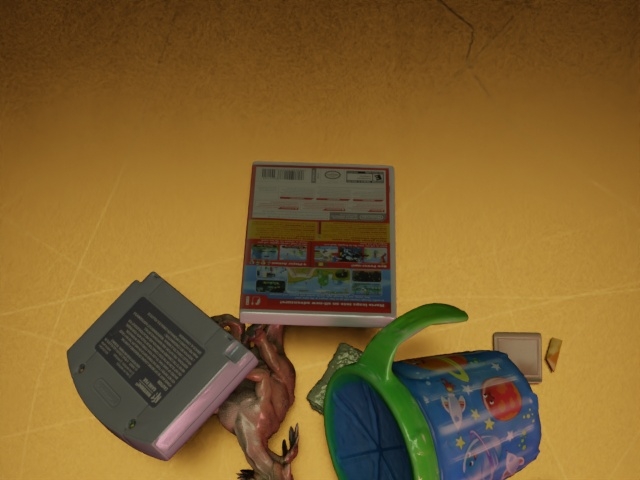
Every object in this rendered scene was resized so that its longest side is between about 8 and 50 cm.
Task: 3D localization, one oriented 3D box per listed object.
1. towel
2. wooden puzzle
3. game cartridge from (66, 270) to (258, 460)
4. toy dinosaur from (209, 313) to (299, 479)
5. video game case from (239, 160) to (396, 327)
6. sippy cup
[{"bbox_3d":[0.066,0.216,1.858,0.148,0.027,0.110,32,80,6],"label":"towel"},{"bbox_3d":[0.276,0.164,1.876,0.116,0.014,0.079,8,75,1],"label":"wooden puzzle"},{"bbox_3d":[-0.220,0.165,1.765,0.196,0.294,0.060,-43,126,-10],"label":"game cartridge"},{"bbox_3d":[-0.075,0.213,1.807,0.200,0.127,0.296,45,48,-31],"label":"toy dinosaur"},{"bbox_3d":[0.000,0.000,1.826,0.204,0.025,0.285,2,46,0],"label":"video game case"},{"bbox_3d":[0.155,0.246,1.748,0.224,0.305,0.240,-13,58,-27],"label":"sippy cup"}]
